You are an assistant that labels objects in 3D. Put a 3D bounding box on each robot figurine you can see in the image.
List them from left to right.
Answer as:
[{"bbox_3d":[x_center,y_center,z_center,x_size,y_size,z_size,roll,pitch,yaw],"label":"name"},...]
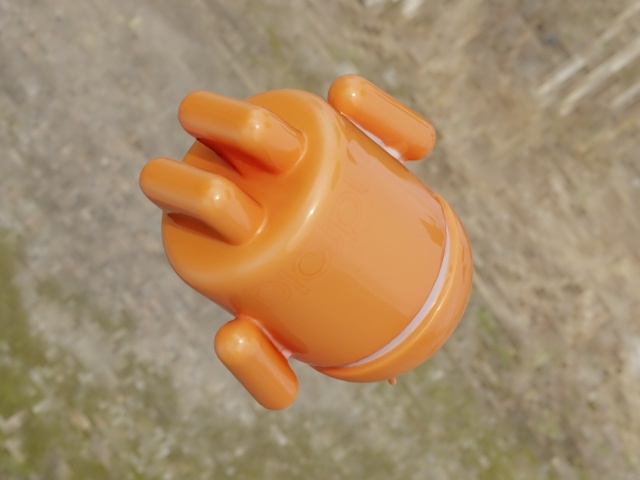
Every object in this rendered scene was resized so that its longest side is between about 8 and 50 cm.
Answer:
[{"bbox_3d":[-0.001,0.002,1.077,0.219,0.128,0.158,36,40,-41],"label":"robot figurine"}]
